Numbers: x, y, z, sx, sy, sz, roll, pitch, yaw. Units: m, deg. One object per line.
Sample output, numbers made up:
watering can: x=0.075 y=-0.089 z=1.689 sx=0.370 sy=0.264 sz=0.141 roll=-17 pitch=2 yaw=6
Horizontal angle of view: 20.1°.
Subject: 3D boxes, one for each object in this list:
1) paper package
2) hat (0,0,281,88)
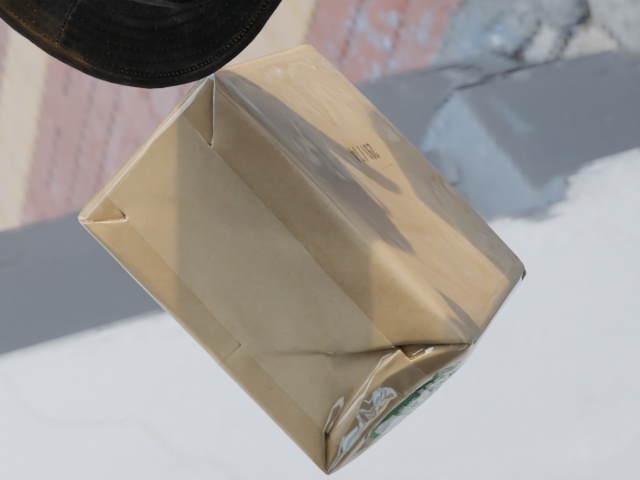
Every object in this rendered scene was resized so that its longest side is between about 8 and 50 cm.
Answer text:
paper package: x=0.000 y=0.000 z=1.520 sx=0.309 sy=0.325 sz=0.168 roll=45 pitch=107 yaw=3
hat: x=-0.105 y=-0.260 z=1.248 sx=0.134 sy=0.331 sz=0.331 roll=10 pitch=112 yaw=52
